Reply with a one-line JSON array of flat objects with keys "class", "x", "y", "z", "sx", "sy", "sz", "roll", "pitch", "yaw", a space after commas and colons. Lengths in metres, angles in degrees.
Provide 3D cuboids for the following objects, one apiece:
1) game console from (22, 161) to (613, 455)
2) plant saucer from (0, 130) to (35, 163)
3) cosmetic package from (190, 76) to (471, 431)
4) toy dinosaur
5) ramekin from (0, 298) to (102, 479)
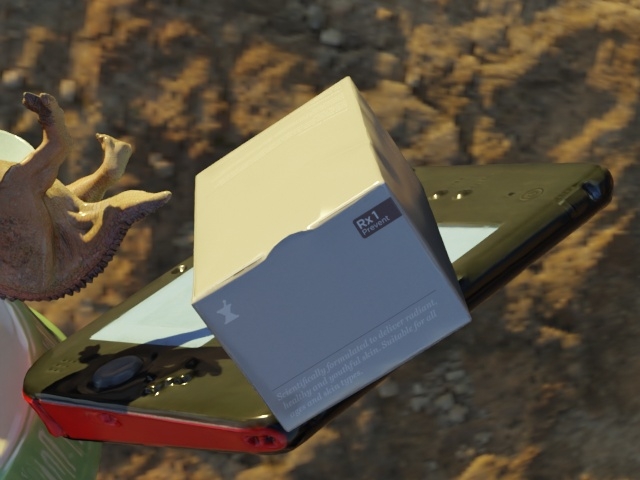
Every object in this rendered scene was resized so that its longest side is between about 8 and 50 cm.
[{"class": "game console", "x": -0.010, "y": 0.039, "z": 1.407, "sx": 0.342, "sy": 0.386, "sz": 0.060, "roll": -5, "pitch": 114, "yaw": 51}, {"class": "plant saucer", "x": -0.338, "y": -0.043, "z": 1.590, "sx": 0.195, "sy": 0.195, "sz": 0.037, "roll": 14, "pitch": 122, "yaw": 26}, {"class": "cosmetic package", "x": 0.000, "y": 0.000, "z": 1.076, "sx": 0.127, "sy": 0.238, "sz": 0.107, "roll": -31, "pitch": 110, "yaw": 9}, {"class": "toy dinosaur", "x": -0.250, "y": -0.005, "z": 1.368, "sx": 0.295, "sy": 0.127, "sz": 0.200, "roll": 11, "pitch": 79, "yaw": 12}, {"class": "ramekin", "x": -0.349, "y": 0.154, "z": 1.561, "sx": 0.303, "sy": 0.148, "sz": 0.303, "roll": -3, "pitch": 64, "yaw": 6}]
